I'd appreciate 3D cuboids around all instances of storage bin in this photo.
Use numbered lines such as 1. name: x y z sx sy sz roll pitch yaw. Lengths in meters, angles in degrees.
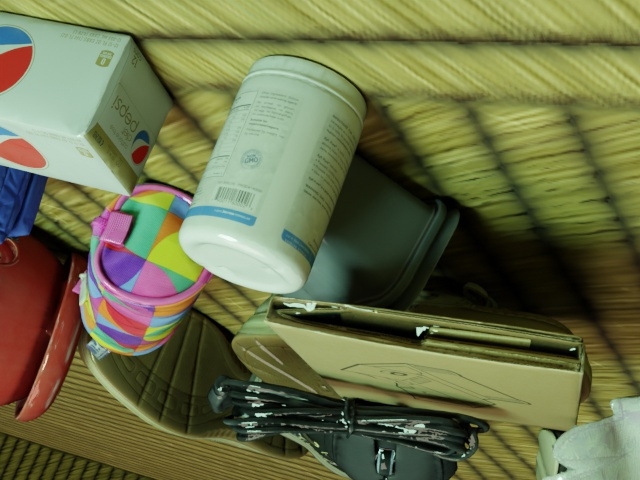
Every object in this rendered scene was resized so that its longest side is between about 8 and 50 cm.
1. storage bin: 0.000 0.000 0.656 0.091 0.098 0.135 38 156 -17

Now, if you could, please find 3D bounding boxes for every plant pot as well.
1. plant pot: -0.316 0.070 1.004 0.174 0.191 0.191 19 161 -16

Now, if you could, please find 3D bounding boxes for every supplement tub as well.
1. supplement tub: -0.024 -0.033 0.555 0.071 0.107 0.071 19 160 7

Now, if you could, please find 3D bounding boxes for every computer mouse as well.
1. computer mouse: 0.013 0.145 0.757 0.184 0.060 0.262 9 168 4

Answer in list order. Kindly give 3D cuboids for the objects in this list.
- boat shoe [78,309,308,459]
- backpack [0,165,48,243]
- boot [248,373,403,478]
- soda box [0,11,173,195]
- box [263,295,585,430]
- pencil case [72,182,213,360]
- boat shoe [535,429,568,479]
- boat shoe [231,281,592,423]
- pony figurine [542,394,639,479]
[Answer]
1. boat shoe: -0.142 0.156 1.147 0.110 0.122 0.341 1 154 41
2. backpack: -0.272 -0.043 0.790 0.120 0.098 0.101 6 159 34
3. boot: 0.058 0.194 1.108 0.236 0.085 0.178 32 155 -28
4. soda box: -0.203 -0.092 0.636 0.216 0.069 0.074 13 159 19
5. box: 0.070 0.077 0.630 0.164 0.021 0.201 7 164 15
6. pencil case: -0.147 0.031 0.865 0.104 0.104 0.236 24 159 -9
7. boat shoe: 0.238 0.218 1.057 0.042 0.049 0.133 -10 148 3
8. boat shoe: 0.064 0.065 0.785 0.285 0.089 0.104 3 139 33
9. pony figurine: 0.320 0.234 0.720 0.351 0.303 0.363 -15 164 -16
